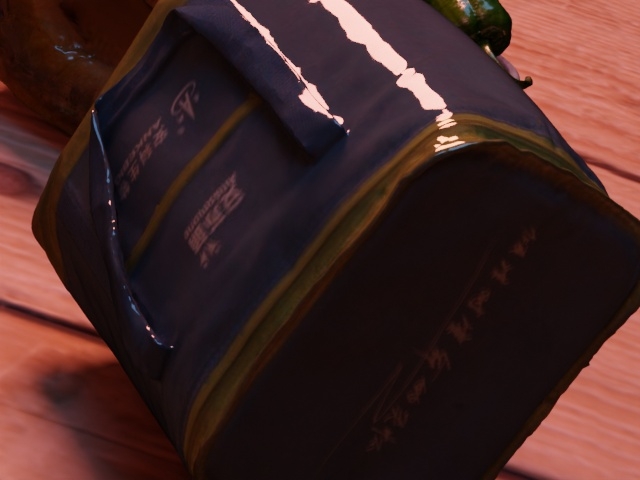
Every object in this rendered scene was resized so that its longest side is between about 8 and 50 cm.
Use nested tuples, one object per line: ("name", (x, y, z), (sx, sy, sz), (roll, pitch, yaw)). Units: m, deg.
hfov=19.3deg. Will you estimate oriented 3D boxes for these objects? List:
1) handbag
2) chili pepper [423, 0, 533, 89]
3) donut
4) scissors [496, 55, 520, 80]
("handbag", (0.000, 0.000, 0.988), (0.222, 0.263, 0.241), (29, 13, -41))
("chili pepper", (0.097, -0.210, 1.556), (0.074, 0.100, 0.257), (-22, 38, 0))
("donut", (-0.111, -0.156, 1.258), (0.261, 0.209, 0.128), (25, 29, 21))
("scissors", (0.004, -0.229, 1.643), (0.256, 0.029, 0.383), (5, 30, -24))
